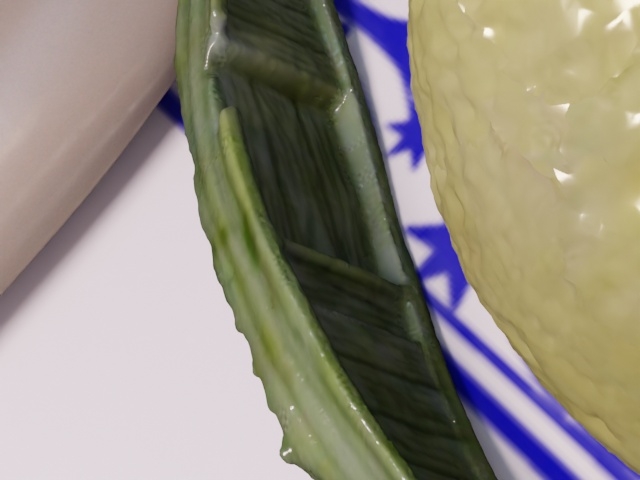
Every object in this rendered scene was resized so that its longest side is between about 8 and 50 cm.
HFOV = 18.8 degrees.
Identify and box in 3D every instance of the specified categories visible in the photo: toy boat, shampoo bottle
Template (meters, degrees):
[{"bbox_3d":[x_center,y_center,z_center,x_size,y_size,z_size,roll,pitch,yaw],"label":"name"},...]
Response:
[{"bbox_3d":[0.000,0.000,0.700,0.055,0.093,0.293,-37,53,26],"label":"toy boat"},{"bbox_3d":[-0.118,-0.077,0.799,0.127,0.078,0.257,24,76,33],"label":"shampoo bottle"}]

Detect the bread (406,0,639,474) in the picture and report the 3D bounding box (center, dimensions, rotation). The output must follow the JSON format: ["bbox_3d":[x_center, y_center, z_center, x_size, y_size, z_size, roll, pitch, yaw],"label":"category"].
[{"bbox_3d":[0.182,-0.061,0.525,0.320,0.237,0.321,0,91,23],"label":"bread"}]
